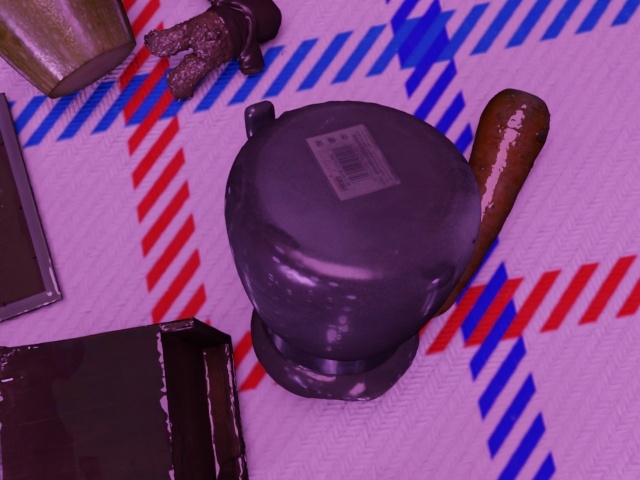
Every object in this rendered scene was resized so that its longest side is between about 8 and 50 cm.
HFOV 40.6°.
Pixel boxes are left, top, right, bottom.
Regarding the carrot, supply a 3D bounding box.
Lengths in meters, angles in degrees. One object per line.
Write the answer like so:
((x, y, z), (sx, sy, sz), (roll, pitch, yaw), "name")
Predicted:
((0.168, -0.025, 0.942), (0.078, 0.078, 0.298), (24, 85, 10), "carrot")

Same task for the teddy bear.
((-0.117, -0.237, 0.999), (0.160, 0.078, 0.119), (-31, 104, -10), "teddy bear")

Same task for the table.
((-0.187, 0.181, 0.860), (0.193, 0.172, 0.169), (-10, 76, 6), "table")

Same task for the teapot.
((-0.010, 0.016, 0.848), (0.305, 0.285, 0.223), (31, 54, 20), "teapot")

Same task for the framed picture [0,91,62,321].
((-0.434, -0.019, 1.009), (0.217, 0.016, 0.273), (-19, 76, -1), "framed picture")

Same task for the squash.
((-0.294, -0.242, 0.987), (0.170, 0.170, 0.122), (-34, 95, -4), "squash")
